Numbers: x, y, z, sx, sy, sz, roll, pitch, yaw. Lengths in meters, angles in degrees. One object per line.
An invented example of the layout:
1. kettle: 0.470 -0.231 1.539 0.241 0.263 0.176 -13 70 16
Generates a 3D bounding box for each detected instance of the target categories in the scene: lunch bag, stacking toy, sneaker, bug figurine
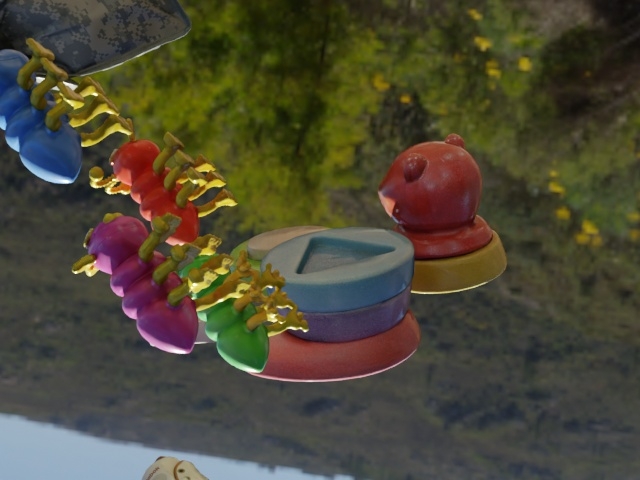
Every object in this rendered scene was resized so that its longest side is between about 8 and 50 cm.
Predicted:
1. lunch bag: -0.353 -0.294 1.657 0.287 0.169 0.235 -27 -165 -16
2. stacking toy: 0.000 0.000 1.113 0.279 0.130 0.309 3 -157 29
3. sneaker: -0.160 0.326 1.396 0.123 0.106 0.290 42 172 -14
4. bug figurine: -0.110 -0.015 0.740 0.072 0.216 0.279 -38 162 5
